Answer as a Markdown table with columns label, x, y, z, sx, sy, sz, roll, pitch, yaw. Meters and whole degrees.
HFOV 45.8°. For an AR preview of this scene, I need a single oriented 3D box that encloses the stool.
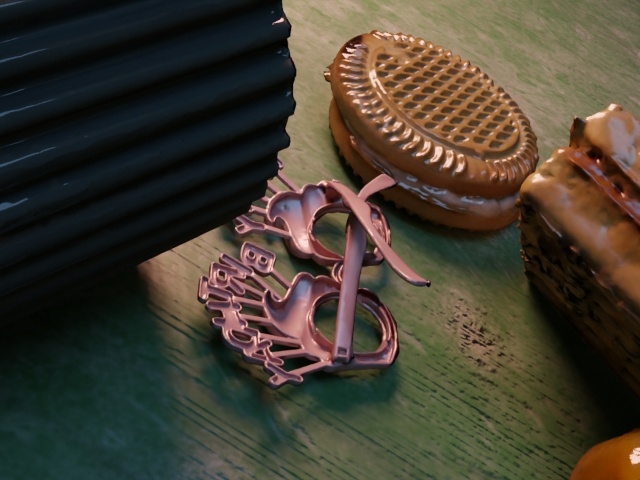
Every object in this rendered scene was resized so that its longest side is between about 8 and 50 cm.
| label | x | y | z | sx | sy | sz | roll | pitch | yaw |
| --- | --- | --- | --- | --- | --- | --- | --- | --- | --- |
| stool | -0.226 | -0.076 | 0.401 | 0.297 | 0.297 | 0.330 | 42 | 45 | 14 |

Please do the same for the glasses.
| label | x | y | z | sx | sy | sz | roll | pitch | yaw |
| --- | --- | --- | --- | --- | --- | --- | --- | --- | --- |
| glasses | -0.008 | 0.003 | 0.591 | 0.162 | 0.095 | 0.255 | 10 | 42 | -10 |

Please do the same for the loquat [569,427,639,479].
| label | x | y | z | sx | sy | sz | roll | pitch | yaw |
| --- | --- | --- | --- | --- | --- | --- | --- | --- | --- |
| loquat | 0.228 | 0.194 | 0.507 | 0.113 | 0.137 | 0.137 | 35 | 32 | -37 |

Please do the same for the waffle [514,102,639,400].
| label | x | y | z | sx | sy | sz | roll | pitch | yaw |
| --- | --- | --- | --- | --- | --- | --- | --- | --- | --- |
| waffle | 0.310 | 0.093 | 0.574 | 0.376 | 0.114 | 0.261 | 51 | 2 | 25 |

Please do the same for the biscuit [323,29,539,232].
| label | x | y | z | sx | sy | sz | roll | pitch | yaw |
| --- | --- | --- | --- | --- | --- | --- | --- | --- | --- |
| biscuit | 0.119 | -0.120 | 0.797 | 0.259 | 0.079 | 0.259 | 16 | 43 | -15 |
